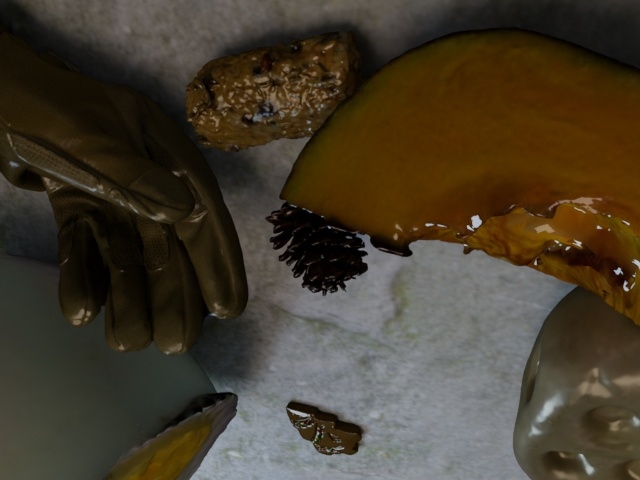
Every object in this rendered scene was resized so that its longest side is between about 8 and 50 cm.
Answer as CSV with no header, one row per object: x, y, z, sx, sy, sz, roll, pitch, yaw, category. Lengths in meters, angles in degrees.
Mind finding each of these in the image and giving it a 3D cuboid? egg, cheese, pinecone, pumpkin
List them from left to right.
-0.315,0.168,0.902,0.340,0.354,0.354,41,145,13,egg
0.000,0.000,0.709,0.077,0.083,0.077,-15,161,-5,pinecone
0.146,-0.035,0.556,0.312,0.169,0.148,26,105,34,pumpkin
0.246,0.121,0.667,0.218,0.117,0.235,32,142,-8,cheese

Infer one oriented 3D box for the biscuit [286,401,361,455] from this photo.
0.001,0.203,1.001,0.092,0.016,0.082,36,143,-14,biscuit

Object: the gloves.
-0.183,-0.054,0.710,0.331,0.141,0.154,40,117,0,gloves

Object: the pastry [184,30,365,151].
-0.030,-0.098,0.631,0.140,0.056,0.080,-3,141,26,pastry
